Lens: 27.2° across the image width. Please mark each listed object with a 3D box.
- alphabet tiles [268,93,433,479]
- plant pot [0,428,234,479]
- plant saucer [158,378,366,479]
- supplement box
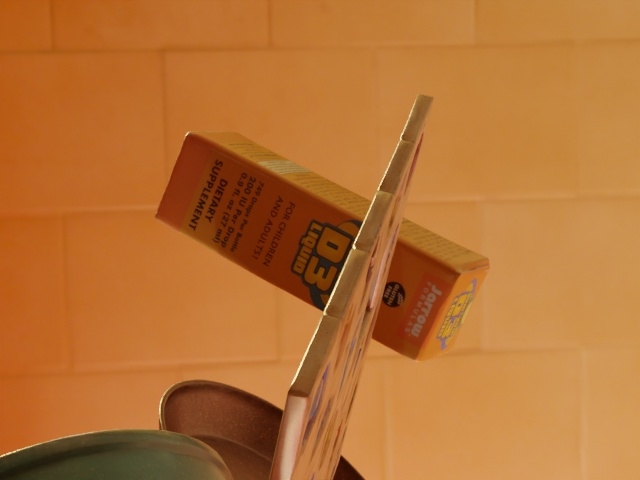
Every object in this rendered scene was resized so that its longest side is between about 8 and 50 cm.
[{"bbox_3d":[-0.005,0.082,0.472,0.237,0.009,0.198,-64,169,-56],"label":"alphabet tiles"},{"bbox_3d":[-0.103,0.273,0.617,0.255,0.272,0.271,54,-25,31],"label":"plant pot"},{"bbox_3d":[-0.032,0.172,0.885,0.036,0.199,0.198,-54,-160,16],"label":"plant saucer"},{"bbox_3d":[0.000,0.000,0.963,0.078,0.233,0.080,-67,163,12],"label":"supplement box"}]
